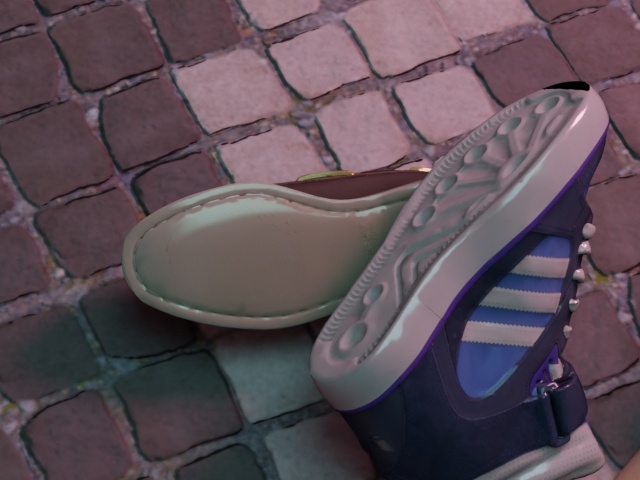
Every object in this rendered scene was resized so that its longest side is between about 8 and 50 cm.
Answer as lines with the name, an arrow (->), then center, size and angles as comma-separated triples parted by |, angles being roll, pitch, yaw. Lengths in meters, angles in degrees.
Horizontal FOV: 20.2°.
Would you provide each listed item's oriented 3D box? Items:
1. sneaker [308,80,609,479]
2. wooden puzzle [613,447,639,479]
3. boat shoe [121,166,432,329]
sneaker -> 0.157, 0.066, 1.371 | 0.236, 0.130, 0.323 | 47, 73, -25
wooden puzzle -> 0.360, 0.218, 1.397 | 0.238, 0.044, 0.221 | 37, 63, 18
boat shoe -> 0.000, 0.000, 1.435 | 0.324, 0.097, 0.116 | -9, 96, -11
